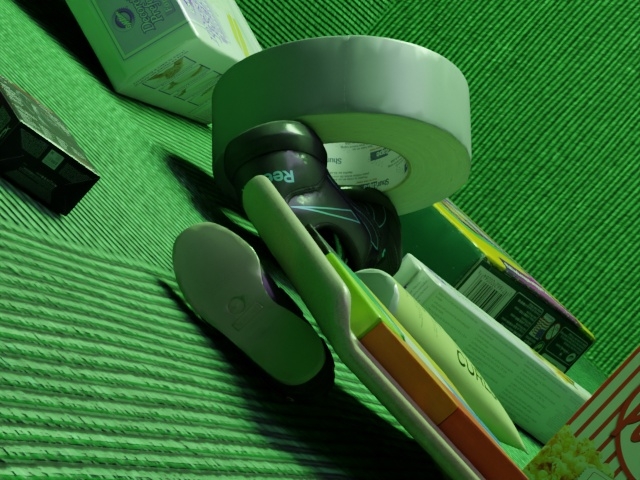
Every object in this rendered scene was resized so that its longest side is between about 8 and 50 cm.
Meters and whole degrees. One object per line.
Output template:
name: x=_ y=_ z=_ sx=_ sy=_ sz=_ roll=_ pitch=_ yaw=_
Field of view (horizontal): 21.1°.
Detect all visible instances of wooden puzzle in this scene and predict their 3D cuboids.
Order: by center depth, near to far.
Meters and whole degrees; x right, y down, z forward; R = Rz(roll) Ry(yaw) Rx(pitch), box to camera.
wooden puzzle: x=0.049 y=0.078 z=1.046 sx=0.238 sy=0.044 sz=0.221 roll=53 pitch=0 yaw=-26

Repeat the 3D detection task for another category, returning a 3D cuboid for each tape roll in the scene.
tape roll: x=0.018 y=-0.089 z=1.445 sx=0.219 sy=0.219 sz=0.072 roll=33 pitch=50 yaw=-55

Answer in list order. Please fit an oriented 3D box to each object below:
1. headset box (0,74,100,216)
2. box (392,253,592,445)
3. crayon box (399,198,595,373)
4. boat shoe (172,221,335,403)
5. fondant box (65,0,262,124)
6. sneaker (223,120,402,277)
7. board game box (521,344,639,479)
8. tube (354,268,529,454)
headset box: x=-0.165 y=-0.058 z=0.947 sx=0.062 sy=0.032 sz=0.083 roll=37 pitch=7 yaw=-41
box: x=0.170 y=0.120 z=1.638 sx=0.324 sy=0.067 sz=0.063 roll=36 pitch=8 yaw=-40
crayon box: x=0.114 y=0.004 z=1.904 sx=0.313 sy=0.106 sz=0.363 roll=44 pitch=6 yaw=31
boat shoe: x=-0.040 y=0.042 z=0.980 sx=0.133 sy=0.049 sz=0.042 roll=46 pitch=-10 yaw=31
fondant box: x=-0.167 y=-0.248 z=1.650 sx=0.238 sy=0.096 sz=0.330 roll=61 pitch=10 yaw=6
sneaker: x=0.000 y=0.000 z=1.410 sx=0.267 sy=0.101 sz=0.106 roll=37 pitch=32 yaw=-58
board game box: x=0.249 y=0.164 z=1.238 sx=0.147 sy=0.193 sz=0.045 roll=46 pitch=7 yaw=34
tube: x=0.088 y=0.097 z=1.349 sx=0.240 sy=0.062 sz=0.070 roll=42 pitch=44 yaw=-48
